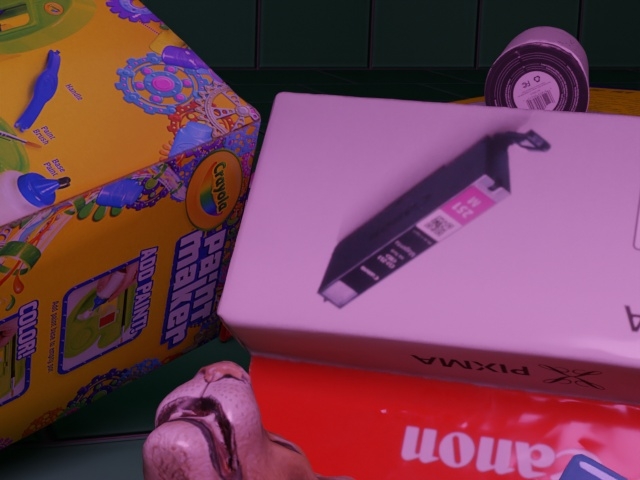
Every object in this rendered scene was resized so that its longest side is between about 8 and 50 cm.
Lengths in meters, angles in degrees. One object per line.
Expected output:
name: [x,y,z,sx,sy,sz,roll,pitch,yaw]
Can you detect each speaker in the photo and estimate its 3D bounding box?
speaker: [0.123,-0.089,0.789,0.055,0.055,0.136,4,13,9]

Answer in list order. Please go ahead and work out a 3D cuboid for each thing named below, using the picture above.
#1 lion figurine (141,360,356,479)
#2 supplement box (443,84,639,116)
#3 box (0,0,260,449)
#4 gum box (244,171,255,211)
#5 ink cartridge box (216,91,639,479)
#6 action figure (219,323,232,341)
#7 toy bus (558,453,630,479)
lion figurine: [0.069,0.171,0.408,0.392,0.142,0.240,22,12,20]
supplement box: [0.163,0.012,0.919,0.194,0.195,0.356,10,14,31]
box: [-0.234,-0.042,0.728,0.279,0.177,0.290,-26,57,-32]
gum box: [0.000,0.000,1.166,0.188,0.062,0.107,9,34,25]
ink cartridge box: [0.086,0.055,0.648,0.275,0.238,0.060,6,-25,17]
action figure: [-0.037,0.053,1.081,0.115,0.030,0.038,-7,12,-44]
toy bus: [0.197,0.111,0.477,0.202,0.104,0.191,27,-6,31]
